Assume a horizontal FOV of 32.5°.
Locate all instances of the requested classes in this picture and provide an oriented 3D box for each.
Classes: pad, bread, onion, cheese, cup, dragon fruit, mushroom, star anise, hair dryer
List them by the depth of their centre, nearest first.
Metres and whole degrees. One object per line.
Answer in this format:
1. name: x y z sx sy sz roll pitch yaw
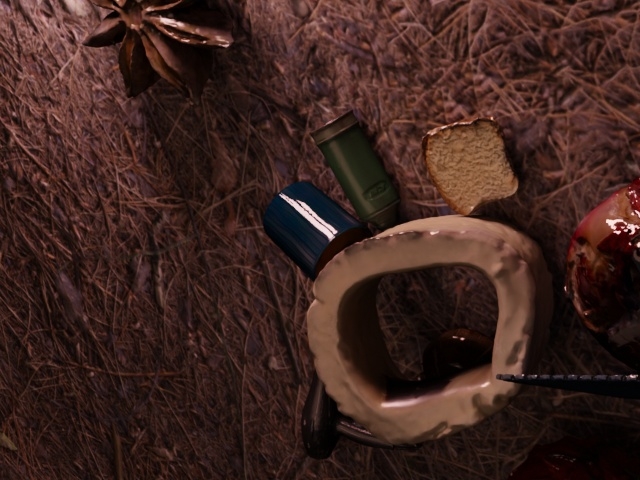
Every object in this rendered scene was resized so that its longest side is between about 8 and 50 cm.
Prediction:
1. onion: 0.436 0.041 1.265 0.314 0.232 0.314 16 144 12
2. pad: 0.397 0.181 1.345 0.270 0.269 0.012 -10 72 53
3. bread: 0.209 -0.105 1.496 0.126 0.044 0.129 -16 100 37
4. cheese: 0.162 0.117 1.517 0.332 0.153 0.292 -18 92 27
5. dragon fruit: 0.337 0.392 1.527 0.293 0.234 0.233 -32 91 30
6. mushroom: 0.202 0.202 1.646 0.171 0.080 0.135 -24 87 42
7. cup: -0.008 0.002 1.673 0.138 0.113 0.150 42 141 35
8. star anise: -0.256 -0.365 1.694 0.332 0.117 0.331 13 118 26
9. hair dryer: 0.072 0.298 1.837 0.219 0.075 0.195 15 114 22

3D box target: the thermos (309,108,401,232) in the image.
1. thermos: 0.056 -0.091 1.608 0.083 0.073 0.187 -26 96 38
